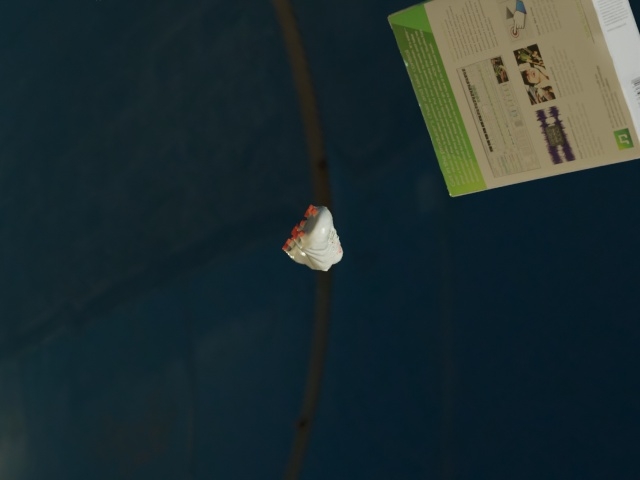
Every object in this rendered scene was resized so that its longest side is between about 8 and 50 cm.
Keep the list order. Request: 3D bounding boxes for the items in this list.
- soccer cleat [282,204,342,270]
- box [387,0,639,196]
[{"bbox_3d":[0.000,0.000,2.082,0.076,0.068,0.196,30,-13,-3],"label":"soccer cleat"},{"bbox_3d":[0.224,-0.184,1.695,0.322,0.058,0.232,-10,-79,54],"label":"box"}]
